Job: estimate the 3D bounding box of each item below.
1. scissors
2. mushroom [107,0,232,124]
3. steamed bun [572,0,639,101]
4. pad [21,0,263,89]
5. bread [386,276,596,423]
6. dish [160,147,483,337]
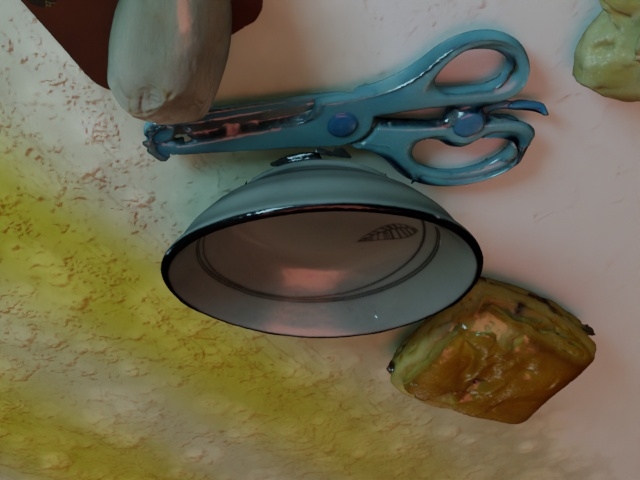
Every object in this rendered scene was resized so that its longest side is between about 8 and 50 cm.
[{"bbox_3d":[0.027,-0.114,0.679,0.392,0.032,0.180,-5,136,-4],"label":"scissors"},{"bbox_3d":[-0.113,-0.187,0.547,0.097,0.088,0.213,23,128,14],"label":"mushroom"},{"bbox_3d":[0.355,-0.200,0.575,0.292,0.137,0.295,-23,135,18],"label":"steamed bun"},{"bbox_3d":[-0.178,-0.245,0.543,0.181,0.004,0.267,-24,132,15],"label":"pad"},{"bbox_3d":[0.232,0.158,0.926,0.235,0.099,0.210,19,128,-24],"label":"bread"},{"bbox_3d":[0.000,0.000,0.714,0.316,0.106,0.316,-1,152,-1],"label":"dish"}]
